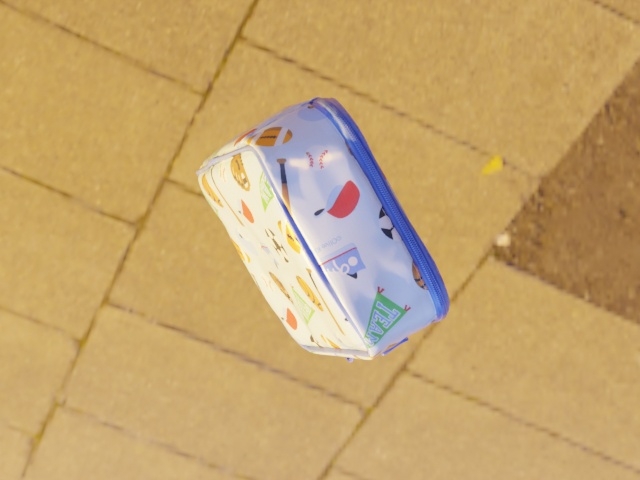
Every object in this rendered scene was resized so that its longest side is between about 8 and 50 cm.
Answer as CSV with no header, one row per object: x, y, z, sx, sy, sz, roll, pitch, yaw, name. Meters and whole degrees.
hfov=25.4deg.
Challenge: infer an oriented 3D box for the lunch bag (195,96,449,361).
0.000,0.000,1.300,0.115,0.303,0.243,-33,96,-12,lunch bag
